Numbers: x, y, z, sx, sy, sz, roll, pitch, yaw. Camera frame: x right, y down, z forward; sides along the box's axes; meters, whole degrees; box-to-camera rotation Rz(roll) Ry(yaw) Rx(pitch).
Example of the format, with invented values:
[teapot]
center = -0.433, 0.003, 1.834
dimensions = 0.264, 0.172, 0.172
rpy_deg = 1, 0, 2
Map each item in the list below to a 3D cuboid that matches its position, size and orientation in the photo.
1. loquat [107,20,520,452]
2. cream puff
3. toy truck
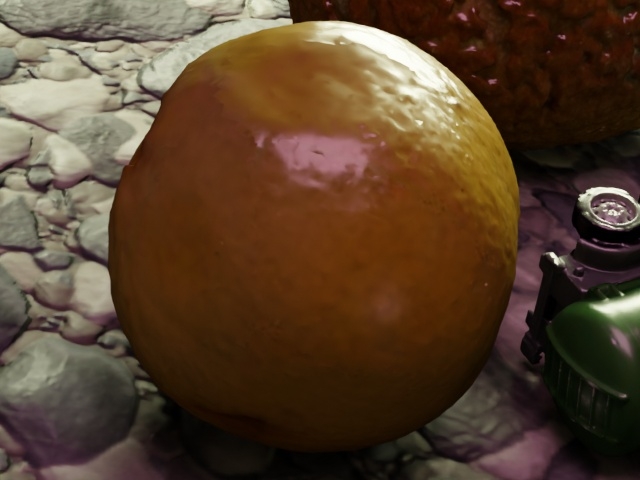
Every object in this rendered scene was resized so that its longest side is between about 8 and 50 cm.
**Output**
[loquat]
center = 0.000, 0.000, 0.754
dimensions = 0.208, 0.208, 0.208
rpy_deg = 4, 35, -3
[cream puff]
center = 0.121, -0.192, 1.038
dimensions = 0.303, 0.212, 0.303
rpy_deg = 2, 39, -2
[toy truck]
center = 0.219, 0.031, 0.829
dimensions = 0.243, 0.101, 0.125
rpy_deg = -15, 44, -23
